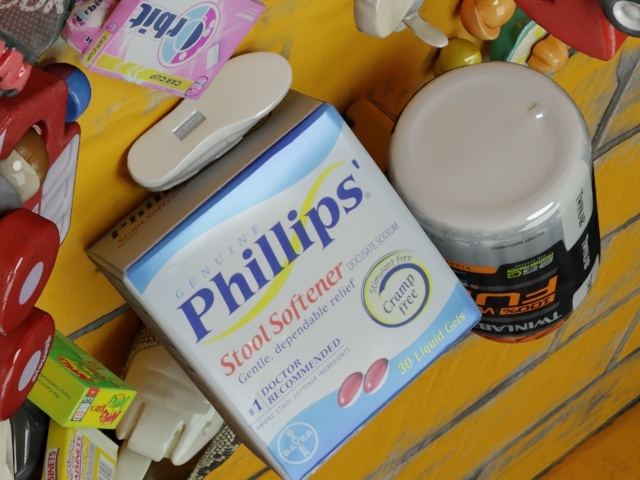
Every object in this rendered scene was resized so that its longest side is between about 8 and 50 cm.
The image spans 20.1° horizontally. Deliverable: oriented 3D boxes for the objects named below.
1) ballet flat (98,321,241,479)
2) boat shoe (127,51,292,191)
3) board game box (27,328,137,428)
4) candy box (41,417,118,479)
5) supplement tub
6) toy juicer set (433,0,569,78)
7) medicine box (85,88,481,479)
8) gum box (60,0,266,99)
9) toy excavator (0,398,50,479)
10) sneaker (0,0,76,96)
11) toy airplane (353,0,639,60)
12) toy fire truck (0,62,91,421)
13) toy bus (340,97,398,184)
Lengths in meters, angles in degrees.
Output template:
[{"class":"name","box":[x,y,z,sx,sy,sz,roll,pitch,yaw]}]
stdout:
[{"class":"ballet flat","box":[-0.185,0.229,2.010,0.182,0.164,0.483,-52,172,-51]},{"class":"boat shoe","box":[-0.103,-0.109,1.729,0.184,0.066,0.063,-44,169,-7]},{"class":"board game box","box":[-0.263,0.103,1.638,0.043,0.181,0.092,-58,157,7]},{"class":"candy box","box":[-0.226,0.265,1.644,0.027,0.206,0.105,-7,150,21]},{"class":"supplement tub","box":[0.193,-0.026,1.923,0.207,0.207,0.338,-42,154,-9]},{"class":"toy juicer set","box":[0.224,-0.211,2.105,0.209,0.089,0.329,-37,157,-21]},{"class":"medicine box","box":[-0.035,0.042,1.791,0.263,0.149,0.289,-41,113,-9]},{"class":"gum box","box":[-0.137,-0.189,1.521,0.107,0.062,0.188,-52,158,13]},{"class":"toy excavator","box":[-0.475,0.338,1.632,0.445,0.433,0.222,-6,175,20]},{"class":"sneaker","box":[-0.246,-0.200,1.262,0.135,0.097,0.276,-45,160,-1]},{"class":"toy airplane","box":[0.150,-0.352,1.561,0.386,0.272,0.384,-4,96,-48]},{"class":"toy fire truck","box":[-0.274,-0.021,1.484,0.302,0.169,0.254,105,11,-51]},{"class":"toy bus","box":[0.000,0.000,2.039,0.333,0.108,0.130,-52,158,14]}]
